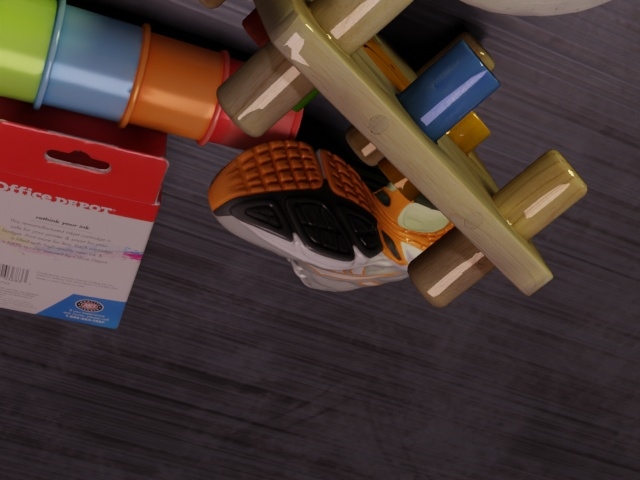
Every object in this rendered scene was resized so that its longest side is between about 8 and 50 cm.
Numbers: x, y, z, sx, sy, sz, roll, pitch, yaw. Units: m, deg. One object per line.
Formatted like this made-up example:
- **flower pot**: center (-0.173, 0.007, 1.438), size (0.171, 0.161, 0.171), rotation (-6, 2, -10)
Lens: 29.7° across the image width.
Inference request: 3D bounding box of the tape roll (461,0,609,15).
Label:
- **tape roll**: center (0.145, -0.253, 0.768), size (0.219, 0.072, 0.219), rotation (-1, 135, -1)

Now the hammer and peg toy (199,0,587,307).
- **hammer and peg toy**: center (0.001, -0.131, 0.748), size (0.127, 0.266, 0.361), rotation (-40, 124, 13)

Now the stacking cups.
- **stacking cups**: center (-0.168, -0.121, 0.872), size (0.316, 0.096, 0.096), rotation (16, 132, -17)

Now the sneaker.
- **sneaker**: center (0.000, 0.000, 0.954), size (0.121, 0.099, 0.262), rotation (-30, 152, 36)

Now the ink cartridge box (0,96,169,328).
- **ink cartridge box**: center (-0.201, -0.031, 0.952), size (0.134, 0.078, 0.231), rotation (12, 141, -14)
